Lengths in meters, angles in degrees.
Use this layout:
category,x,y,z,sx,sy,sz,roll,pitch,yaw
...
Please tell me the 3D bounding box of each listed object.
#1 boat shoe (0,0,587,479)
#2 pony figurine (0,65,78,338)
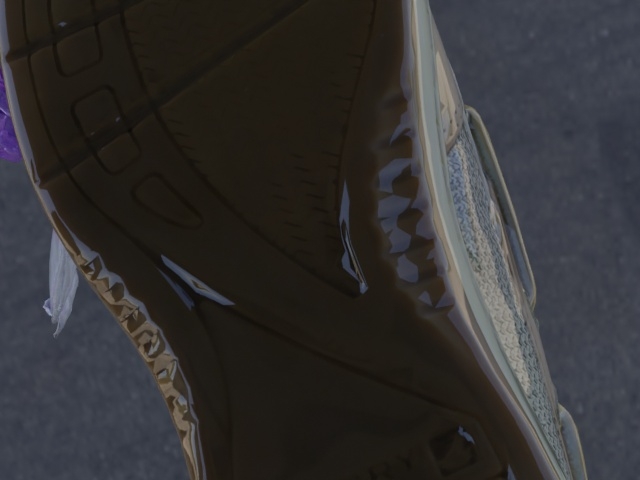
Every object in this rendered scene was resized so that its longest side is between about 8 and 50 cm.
category,x,y,z,sx,sy,sz,roll,pitch,yaw
boat shoe,0.000,0.000,0.423,0.109,0.098,0.302,-24,74,10
pony figurine,-0.159,-0.149,1.107,0.363,0.351,0.303,30,57,4
